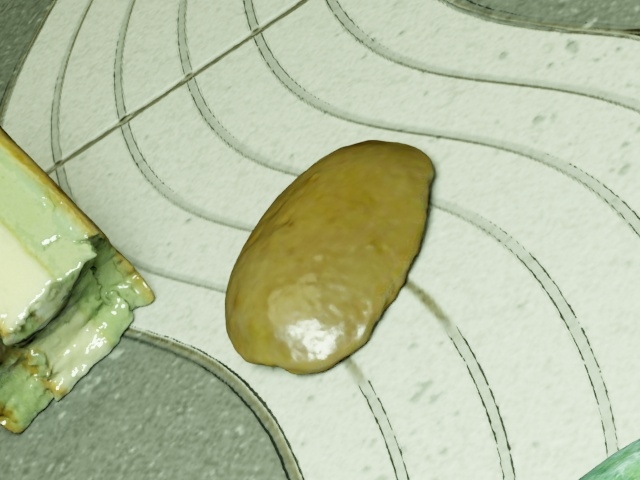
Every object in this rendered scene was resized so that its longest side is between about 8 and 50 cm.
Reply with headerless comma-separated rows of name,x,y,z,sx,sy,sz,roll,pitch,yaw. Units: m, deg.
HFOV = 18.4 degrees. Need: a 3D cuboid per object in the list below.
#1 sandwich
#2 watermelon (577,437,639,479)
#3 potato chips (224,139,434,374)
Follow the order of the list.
sandwich,-0.234,0.035,1.471,0.155,0.227,0.198,-43,72,-7
watermelon,0.184,0.200,0.935,0.289,0.213,0.320,-35,-23,-52
potato chips,0.000,0.000,1.346,0.150,0.049,0.202,7,50,39
